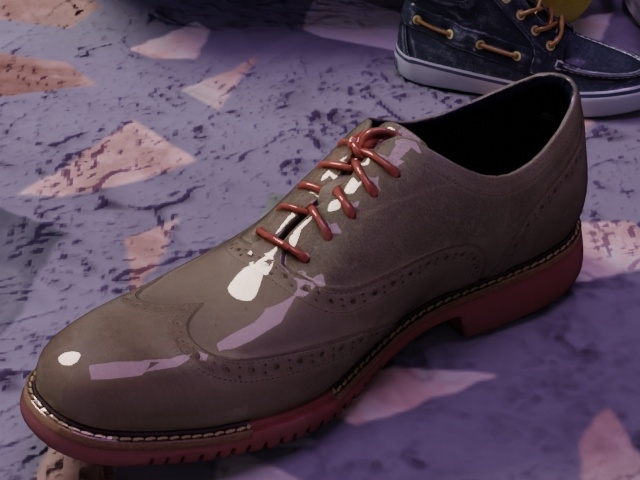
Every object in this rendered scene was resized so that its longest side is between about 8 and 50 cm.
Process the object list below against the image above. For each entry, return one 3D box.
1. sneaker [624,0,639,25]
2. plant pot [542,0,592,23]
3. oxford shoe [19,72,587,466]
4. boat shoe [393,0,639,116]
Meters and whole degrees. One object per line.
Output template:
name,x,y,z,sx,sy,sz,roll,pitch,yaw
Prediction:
sneaker,0.268,-0.173,1.119,0.080,0.094,0.212,-3,34,-11
plant pot,0.158,-0.211,1.155,0.095,0.134,0.134,27,33,-9
oxford shoe,0.000,0.000,0.803,0.348,0.130,0.123,-25,43,-36
boat shoe,0.141,-0.139,1.067,0.183,0.083,0.065,9,34,8
